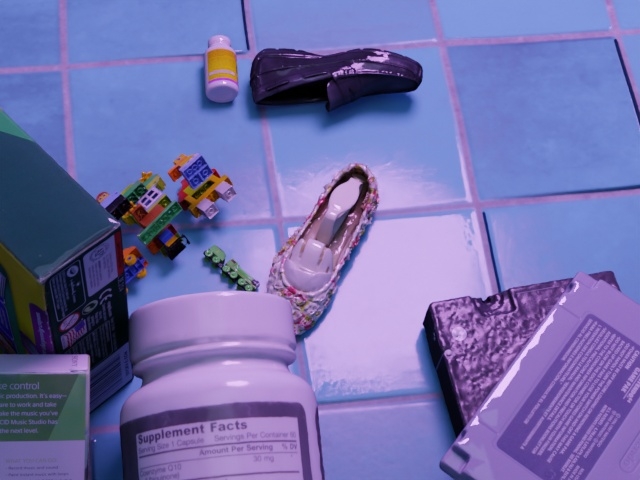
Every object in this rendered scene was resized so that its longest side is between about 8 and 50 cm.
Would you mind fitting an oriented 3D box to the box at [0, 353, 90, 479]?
[{"bbox_3d":[-0.344,0.266,1.264,0.232,0.058,0.322,1,106,-10],"label":"box"}]

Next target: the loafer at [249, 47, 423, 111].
[{"bbox_3d":[0.020,-0.200,1.664,0.223,0.076,0.078,1,67,1],"label":"loafer"}]

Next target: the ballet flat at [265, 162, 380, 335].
[{"bbox_3d":[0.000,0.000,1.549,0.091,0.077,0.241,23,63,6],"label":"ballet flat"}]

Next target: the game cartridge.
[{"bbox_3d":[0.288,0.192,1.414,0.196,0.060,0.294,34,64,16],"label":"game cartridge"}]

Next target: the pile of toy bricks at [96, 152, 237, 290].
[{"bbox_3d":[-0.217,-0.037,1.546,0.212,0.118,0.105,-44,41,-14],"label":"pile of toy bricks"}]

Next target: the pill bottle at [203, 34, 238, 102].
[{"bbox_3d":[-0.129,-0.223,1.676,0.043,0.043,0.083,-2,62,-6],"label":"pill bottle"}]

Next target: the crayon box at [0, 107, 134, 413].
[{"bbox_3d":[-0.338,-0.003,1.357,0.106,0.363,0.313,-39,72,-24],"label":"crayon box"}]

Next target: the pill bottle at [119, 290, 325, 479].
[{"bbox_3d":[-0.096,0.245,1.300,0.204,0.204,0.361,-4,74,-7],"label":"pill bottle"}]

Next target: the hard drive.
[{"bbox_3d":[0.272,0.211,1.466,0.236,0.064,0.339,-10,62,-10],"label":"hard drive"}]

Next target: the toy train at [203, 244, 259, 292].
[{"bbox_3d":[-0.106,0.036,1.554,0.083,0.017,0.023,40,55,16],"label":"toy train"}]
